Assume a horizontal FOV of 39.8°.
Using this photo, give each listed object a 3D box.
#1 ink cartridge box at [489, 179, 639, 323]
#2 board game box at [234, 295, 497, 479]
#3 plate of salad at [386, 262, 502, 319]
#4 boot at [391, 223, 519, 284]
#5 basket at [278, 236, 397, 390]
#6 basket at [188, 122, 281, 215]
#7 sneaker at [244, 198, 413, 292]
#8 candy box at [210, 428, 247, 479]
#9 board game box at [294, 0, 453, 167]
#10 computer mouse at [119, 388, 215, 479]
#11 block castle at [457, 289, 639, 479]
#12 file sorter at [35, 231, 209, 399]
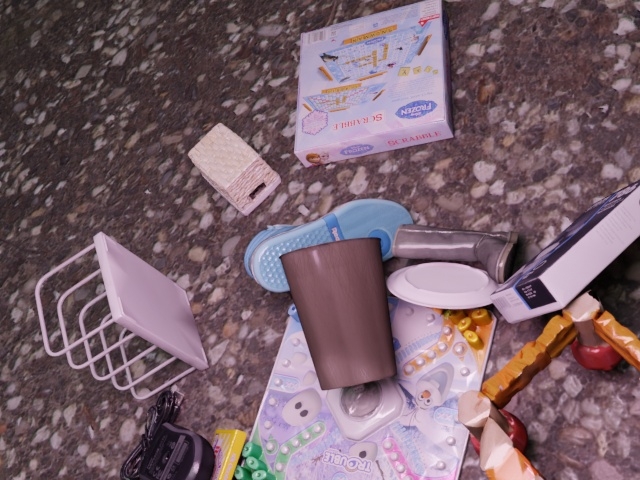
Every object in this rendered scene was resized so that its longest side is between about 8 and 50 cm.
[{"bbox_3d":[0.421,-0.003,1.363,0.333,0.165,0.065,-36,88,-21],"label":"ink cartridge box"},{"bbox_3d":[0.069,0.268,1.514,0.390,0.050,0.389,6,66,29],"label":"board game box"},{"bbox_3d":[0.211,0.083,1.492,0.200,0.200,0.048,11,112,31],"label":"plate of salad"},{"bbox_3d":[0.224,0.016,1.502,0.209,0.190,0.076,10,104,14],"label":"boot"},{"bbox_3d":[0.041,0.122,1.450,0.154,0.204,0.226,-17,82,34],"label":"basket"},{"bbox_3d":[-0.183,-0.152,1.840,0.113,0.103,0.167,-46,52,-4],"label":"basket"},{"bbox_3d":[0.000,0.000,1.658,0.319,0.127,0.208,-16,7,-18],"label":"sneaker"},{"bbox_3d":[-0.189,0.428,1.534,0.105,0.027,0.205,-20,47,59],"label":"candy box"},{"bbox_3d":[0.108,-0.324,1.815,0.319,0.066,0.317,-9,59,22],"label":"board game box"},{"bbox_3d":[-0.252,0.383,1.571,0.272,0.072,0.188,11,71,60],"label":"computer mouse"},{"bbox_3d":[0.429,0.317,1.204,0.303,0.213,0.453,-43,51,-1],"label":"block castle"},{"bbox_3d":[-0.373,0.156,1.657,0.173,0.277,0.192,-31,54,10],"label":"file sorter"}]
